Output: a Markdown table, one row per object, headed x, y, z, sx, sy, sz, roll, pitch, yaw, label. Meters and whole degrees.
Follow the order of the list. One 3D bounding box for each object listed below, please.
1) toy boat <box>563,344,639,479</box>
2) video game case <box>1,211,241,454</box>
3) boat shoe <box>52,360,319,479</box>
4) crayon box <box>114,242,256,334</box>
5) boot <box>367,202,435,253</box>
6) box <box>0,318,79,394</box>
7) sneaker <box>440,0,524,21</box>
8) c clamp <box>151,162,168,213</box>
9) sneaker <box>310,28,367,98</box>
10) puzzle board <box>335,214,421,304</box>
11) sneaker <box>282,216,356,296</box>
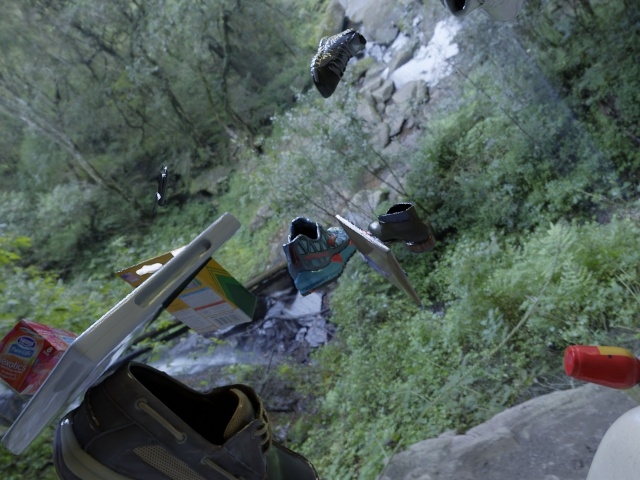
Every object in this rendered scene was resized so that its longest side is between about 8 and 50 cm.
| x | y | z | sx | sy | sz | roll | pitch | yaw | label |
| --- | --- | --- | --- | --- | --- | --- | --- | --- | --- |
| 0.385 | 0.243 | 0.472 | 0.147 | 0.268 | 0.318 | 6 | 35 | 14 | toy boat |
| -0.275 | 0.124 | 0.604 | 0.329 | 0.036 | 0.300 | -42 | 8 | 34 | video game case |
| -0.116 | 0.252 | 0.510 | 0.130 | 0.355 | 0.132 | -53 | 35 | 2 | boat shoe |
| -0.351 | 0.125 | 1.145 | 0.202 | 0.323 | 0.083 | -18 | 43 | 24 | crayon box |
| 0.169 | -0.046 | 0.985 | 0.082 | 0.106 | 0.219 | -38 | 26 | -19 | boot |
| -0.679 | 0.301 | 1.069 | 0.123 | 0.128 | 0.257 | -52 | -10 | -18 | box |
| 0.203 | -0.343 | 0.568 | 0.090 | 0.232 | 0.116 | 12 | 90 | 45 | sneaker |
| -0.398 | -0.125 | 1.066 | 0.160 | 0.022 | 0.138 | 21 | 101 | 64 | c clamp |
| 0.054 | -0.471 | 1.082 | 0.132 | 0.086 | 0.229 | -16 | 52 | 31 | sneaker |
| 0.073 | 0.020 | 0.536 | 0.011 | 0.096 | 0.128 | -40 | 33 | -6 | puzzle board |
| 0.000 | 0.000 | 0.820 | 0.104 | 0.125 | 0.262 | -28 | 9 | 17 | sneaker |
